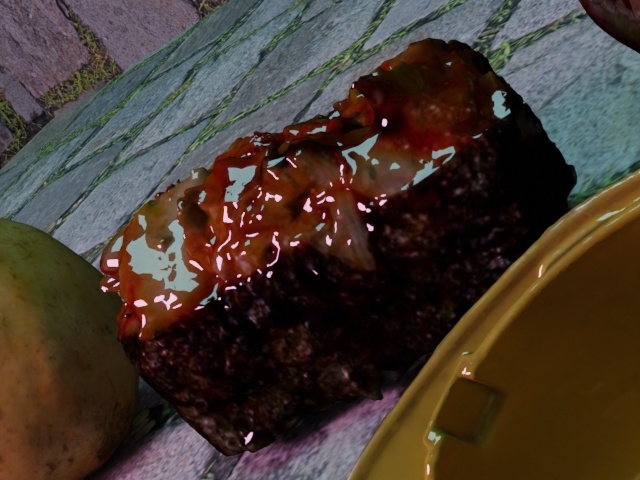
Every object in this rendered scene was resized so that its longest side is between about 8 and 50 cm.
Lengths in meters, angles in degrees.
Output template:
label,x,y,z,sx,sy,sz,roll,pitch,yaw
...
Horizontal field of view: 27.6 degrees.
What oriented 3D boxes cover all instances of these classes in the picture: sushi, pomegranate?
label,x,y,z,sx,sy,sz,roll,pitch,yaw
sushi,0.000,0.000,0.851,0.343,0.182,0.196,-27,14,27
pomegranate,-0.276,0.107,1.042,0.260,0.260,0.260,-35,17,13

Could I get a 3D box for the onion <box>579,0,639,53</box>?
label,x,y,z,sx,sy,sz,roll,pitch,yaw
onion,0.291,-0.235,0.798,0.314,0.232,0.314,-30,44,34

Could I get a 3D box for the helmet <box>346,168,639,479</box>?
label,x,y,z,sx,sy,sz,roll,pitch,yaw
helmet,0.140,0.093,0.396,0.257,0.140,0.205,-42,47,25
